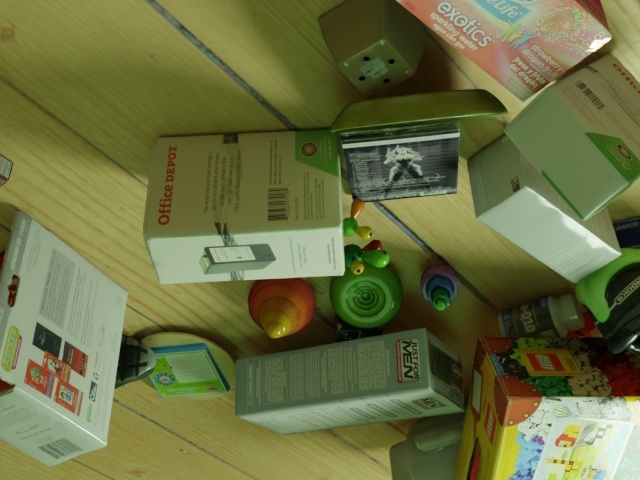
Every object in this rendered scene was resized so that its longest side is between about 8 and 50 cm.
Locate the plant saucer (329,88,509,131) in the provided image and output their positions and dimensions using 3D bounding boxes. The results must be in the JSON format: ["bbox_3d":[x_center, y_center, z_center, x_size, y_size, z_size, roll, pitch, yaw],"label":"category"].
[{"bbox_3d":[0.130,-0.175,1.360,0.241,0.241,0.037,-5,95,4],"label":"plant saucer"}]

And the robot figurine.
[{"bbox_3d":[0.313,0.426,2.025,0.354,0.199,0.300,-26,143,26],"label":"robot figurine"}]

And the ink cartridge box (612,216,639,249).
[{"bbox_3d":[0.592,0.037,1.703,0.223,0.045,0.224,-13,137,13],"label":"ink cartridge box"}]

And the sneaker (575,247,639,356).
[{"bbox_3d":[0.640,0.159,1.654,0.483,0.202,0.185,10,139,-15],"label":"sneaker"}]

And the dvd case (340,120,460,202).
[{"bbox_3d":[0.120,-0.112,1.490,0.165,0.018,0.221,-5,159,5],"label":"dvd case"}]

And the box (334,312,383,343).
[{"bbox_3d":[0.067,0.150,1.806,0.083,0.062,0.052,-1,140,-1],"label":"box"}]

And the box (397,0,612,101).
[{"bbox_3d":[0.190,-0.323,1.199,0.300,0.154,0.142,31,130,-31],"label":"box"}]

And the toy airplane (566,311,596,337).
[{"bbox_3d":[0.490,0.174,1.871,0.151,0.028,0.151,-1,138,-1],"label":"toy airplane"}]

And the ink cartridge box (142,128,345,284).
[{"bbox_3d":[-0.105,-0.051,1.468,0.273,0.198,0.114,-3,140,2],"label":"ink cartridge box"}]

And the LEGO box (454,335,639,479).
[{"bbox_3d":[0.445,0.423,1.792,0.373,0.193,0.500,0,117,-7],"label":"LEGO box"}]

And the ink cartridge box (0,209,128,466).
[{"bbox_3d":[-0.456,0.153,1.610,0.130,0.309,0.272,-23,134,23],"label":"ink cartridge box"}]

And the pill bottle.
[{"bbox_3d":[0.392,0.144,1.796,0.137,0.078,0.078,-21,135,20],"label":"pill bottle"}]

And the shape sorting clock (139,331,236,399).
[{"bbox_3d":[-0.257,0.238,1.914,0.206,0.040,0.206,5,133,6],"label":"shape sorting clock"}]

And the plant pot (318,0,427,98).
[{"bbox_3d":[0.071,-0.251,1.320,0.109,0.096,0.109,-26,134,26],"label":"plant pot"}]

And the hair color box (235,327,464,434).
[{"bbox_3d":[0.052,0.262,1.831,0.375,0.113,0.185,-12,155,24],"label":"hair color box"}]

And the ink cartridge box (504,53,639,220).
[{"bbox_3d":[0.365,-0.141,1.330,0.160,0.219,0.092,51,130,8],"label":"ink cartridge box"}]

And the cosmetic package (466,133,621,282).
[{"bbox_3d":[0.339,-0.049,1.538,0.238,0.127,0.107,29,130,-28],"label":"cosmetic package"}]

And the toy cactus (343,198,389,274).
[{"bbox_3d":[0.000,0.000,1.614,0.219,0.112,0.180,7,163,-1],"label":"toy cactus"}]

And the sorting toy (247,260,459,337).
[{"bbox_3d":[0.050,0.113,1.687,0.366,0.126,0.127,-8,109,8],"label":"sorting toy"}]

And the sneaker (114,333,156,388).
[{"bbox_3d":[-0.416,0.241,1.891,0.267,0.101,0.106,-9,150,20],"label":"sneaker"}]

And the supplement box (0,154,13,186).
[{"bbox_3d":[-0.510,-0.112,1.506,0.055,0.043,0.083,-30,131,28],"label":"supplement box"}]
